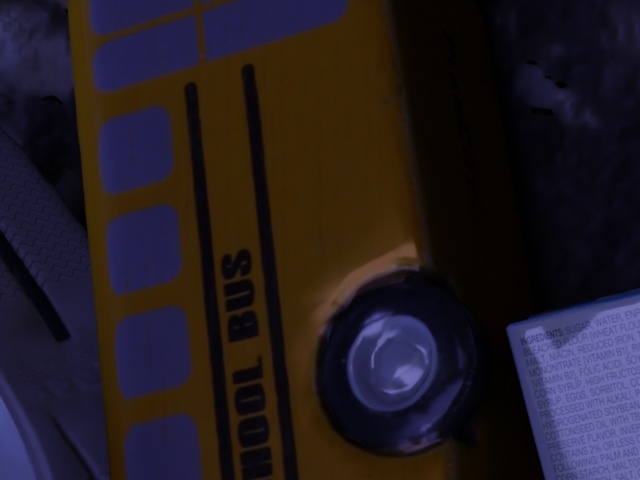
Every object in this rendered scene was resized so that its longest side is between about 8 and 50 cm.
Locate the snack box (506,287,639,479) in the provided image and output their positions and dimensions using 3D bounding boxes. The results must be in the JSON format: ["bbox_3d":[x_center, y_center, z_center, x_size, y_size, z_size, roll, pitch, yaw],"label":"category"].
[{"bbox_3d":[0.226,0.071,0.501,0.322,0.060,0.187,-16,85,22],"label":"snack box"}]

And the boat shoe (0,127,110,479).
[{"bbox_3d":[-0.094,0.104,0.701,0.119,0.121,0.335,-49,64,41],"label":"boat shoe"}]

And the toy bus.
[{"bbox_3d":[0.000,0.000,0.621,0.130,0.108,0.333,-17,67,22],"label":"toy bus"}]
